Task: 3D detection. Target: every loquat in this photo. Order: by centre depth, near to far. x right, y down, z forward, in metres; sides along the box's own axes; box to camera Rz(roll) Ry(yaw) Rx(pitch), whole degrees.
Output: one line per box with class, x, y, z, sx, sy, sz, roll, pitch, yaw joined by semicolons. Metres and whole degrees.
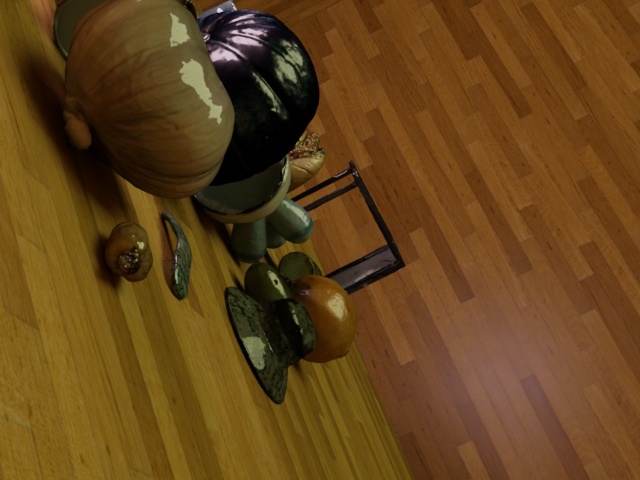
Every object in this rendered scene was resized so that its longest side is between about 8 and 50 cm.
loquat;-0.015;0.182;2.233;0.234;0.176;0.187;54;48;-6

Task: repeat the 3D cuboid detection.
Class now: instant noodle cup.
instant noodle cup;-0.364;-0.373;1.575;0.144;0.182;0.182;-94;159;-53

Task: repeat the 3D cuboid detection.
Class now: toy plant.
toy plant;-0.142;-0.085;2.123;0.332;0.247;0.247;63;3;-60

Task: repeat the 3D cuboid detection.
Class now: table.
table;0.000;0.000;2.430;0.272;0.335;0.222;62;5;-13

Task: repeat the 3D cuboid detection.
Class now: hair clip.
hair clip;-0.240;0.015;1.585;0.229;0.036;0.066;-110;178;-52

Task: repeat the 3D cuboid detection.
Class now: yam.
yam;-0.052;0.098;2.721;0.107;0.107;0.194;65;4;14

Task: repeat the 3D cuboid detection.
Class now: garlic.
garlic;-0.254;-0.206;1.390;0.322;0.241;0.322;166;-90;-87

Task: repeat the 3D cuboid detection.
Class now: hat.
hat;-0.080;0.183;1.881;0.265;0.128;0.265;62;9;-17

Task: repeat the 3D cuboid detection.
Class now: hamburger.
hamburger;-0.119;-0.179;2.400;0.144;0.283;0.259;55;10;-4

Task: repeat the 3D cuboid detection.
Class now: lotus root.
lotus root;-0.256;0.016;1.259;0.152;0.063;0.072;-122;-149;-72

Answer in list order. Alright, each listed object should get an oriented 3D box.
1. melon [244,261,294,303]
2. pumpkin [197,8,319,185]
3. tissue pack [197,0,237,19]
melon;-0.110;0.120;2.043;0.099;0.099;0.162;-104;167;-69
pumpkin;-0.183;-0.276;1.802;0.266;0.363;0.363;60;6;-37
tissue pack;-0.270;-0.394;2.083;0.081;0.257;0.185;58;7;-68
